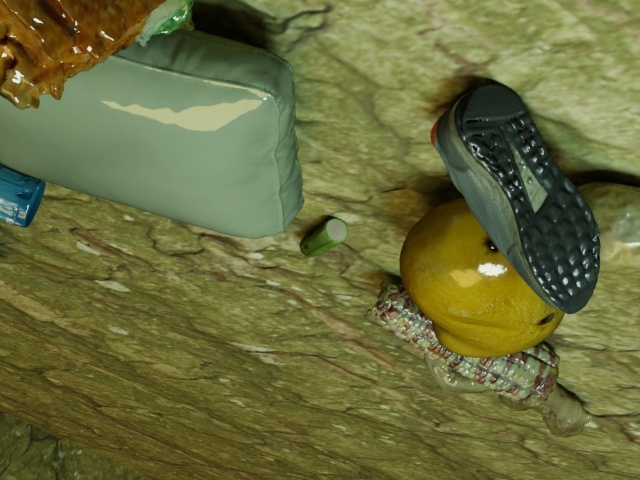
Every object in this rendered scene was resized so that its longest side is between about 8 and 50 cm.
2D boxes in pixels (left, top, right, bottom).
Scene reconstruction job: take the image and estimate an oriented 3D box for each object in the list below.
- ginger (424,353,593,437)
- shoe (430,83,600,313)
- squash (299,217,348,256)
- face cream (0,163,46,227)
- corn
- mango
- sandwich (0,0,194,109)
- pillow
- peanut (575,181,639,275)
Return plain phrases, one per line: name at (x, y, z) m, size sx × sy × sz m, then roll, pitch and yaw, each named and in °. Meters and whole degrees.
ginger at (0.223, 0.175, 1.383) m, size 0.288 × 0.075 × 0.089 m, roll 27°, pitch 161°, yaw -28°
shoe at (0.152, -0.031, 0.900) m, size 0.194 × 0.074 × 0.077 m, roll 59°, pitch 158°, yaw -11°
squash at (0.000, 0.000, 1.204) m, size 0.027 × 0.027 × 0.083 m, roll 26°, pitch 156°, yaw -15°
face cream at (-0.478, -0.102, 1.281) m, size 0.337 × 0.080 × 0.163 m, roll 21°, pitch 158°, yaw -4°
corn at (0.163, 0.111, 1.275) m, size 0.237 × 0.079 × 0.079 m, roll 28°, pitch 156°, yaw -11°
mango at (0.153, 0.037, 1.070) m, size 0.157 × 0.108 × 0.262 m, roll 5°, pitch 160°, yaw 8°
sandwich at (-0.183, -0.201, 0.692) m, size 0.109 × 0.212 × 0.292 m, roll -24°, pitch 121°, yaw 38°
pillow at (-0.172, -0.112, 0.966) m, size 0.322 × 0.119 × 0.255 m, roll 18°, pitch 156°, yaw 10°
peanut at (0.269, -0.006, 0.920) m, size 0.175 × 0.080 × 0.080 m, roll 8°, pitch 155°, yaw 16°
